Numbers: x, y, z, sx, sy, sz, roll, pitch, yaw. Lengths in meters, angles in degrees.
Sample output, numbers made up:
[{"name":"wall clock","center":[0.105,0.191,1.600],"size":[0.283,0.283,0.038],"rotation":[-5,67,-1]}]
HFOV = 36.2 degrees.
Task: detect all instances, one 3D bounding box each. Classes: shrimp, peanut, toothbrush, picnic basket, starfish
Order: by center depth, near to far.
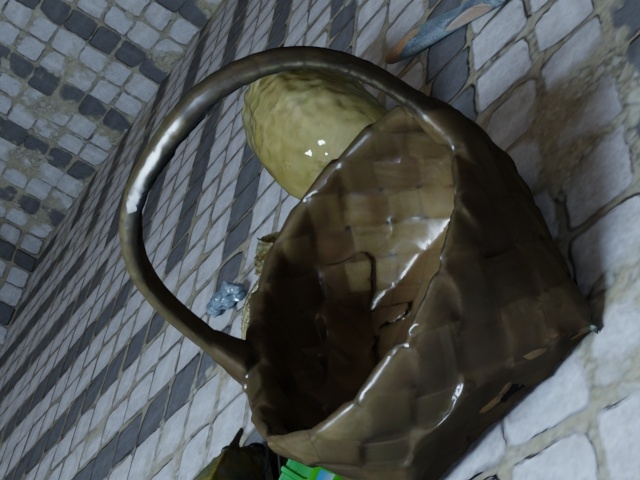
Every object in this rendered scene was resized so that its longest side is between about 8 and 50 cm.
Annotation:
[{"name":"picnic basket","center":[0.000,0.000,0.771],"size":[0.293,0.337,0.337],"rotation":[-49,23,21]},{"name":"shrimp","center":[-0.093,0.287,0.914],"size":[0.317,0.077,0.168],"rotation":[-60,-28,-72]},{"name":"toothbrush","center":[0.177,-0.268,1.131],"size":[0.375,0.028,0.037],"rotation":[-17,54,61]},{"name":"peanut","center":[-0.004,-0.126,1.144],"size":[0.158,0.174,0.340],"rotation":[-43,20,8]},{"name":"starfish","center":[-0.031,0.039,1.188],"size":[0.277,0.062,0.236],"rotation":[-57,26,-5]}]

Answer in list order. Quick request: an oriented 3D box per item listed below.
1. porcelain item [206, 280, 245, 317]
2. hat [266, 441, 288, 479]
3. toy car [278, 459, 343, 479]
[{"name":"porcelain item","center":[-0.132,0.081,1.369],"size":[0.083,0.036,0.028],"rotation":[-44,31,48]},{"name":"hat","center":[-0.017,0.148,0.962],"size":[0.193,0.082,0.193],"rotation":[173,90,-82]},{"name":"toy car","center":[-0.023,0.259,0.835],"size":[0.165,0.062,0.071],"rotation":[-64,21,-10]}]
